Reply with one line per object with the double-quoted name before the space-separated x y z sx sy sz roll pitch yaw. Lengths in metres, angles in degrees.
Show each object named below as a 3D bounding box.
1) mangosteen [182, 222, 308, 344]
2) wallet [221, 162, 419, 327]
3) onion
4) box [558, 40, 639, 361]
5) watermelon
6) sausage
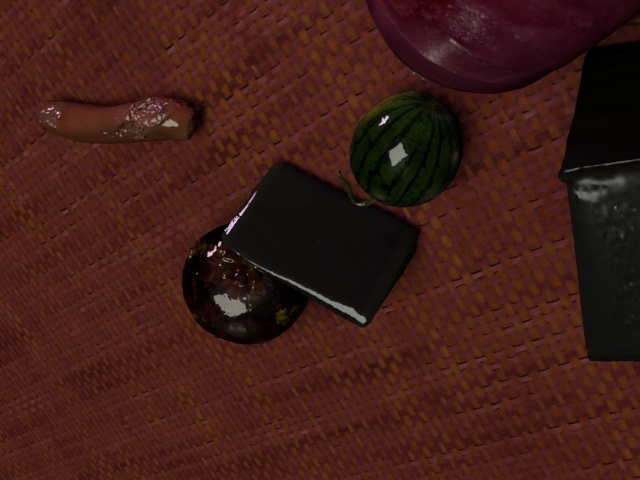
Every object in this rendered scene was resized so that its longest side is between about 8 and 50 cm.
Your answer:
"mangosteen" -0.111 0.076 1.139 0.192 0.192 0.217 28 154 13
"wallet" 0.000 0.000 1.052 0.245 0.168 0.052 29 156 12
"onion" 0.210 -0.272 0.680 0.358 0.358 0.345 -22 89 33
"box" 0.381 -0.059 0.714 0.251 0.345 0.204 -4 118 27
"watermelon" 0.100 -0.103 0.959 0.141 0.141 0.187 39 136 5
"sausage" -0.323 -0.187 1.167 0.304 0.078 0.078 4 115 26
